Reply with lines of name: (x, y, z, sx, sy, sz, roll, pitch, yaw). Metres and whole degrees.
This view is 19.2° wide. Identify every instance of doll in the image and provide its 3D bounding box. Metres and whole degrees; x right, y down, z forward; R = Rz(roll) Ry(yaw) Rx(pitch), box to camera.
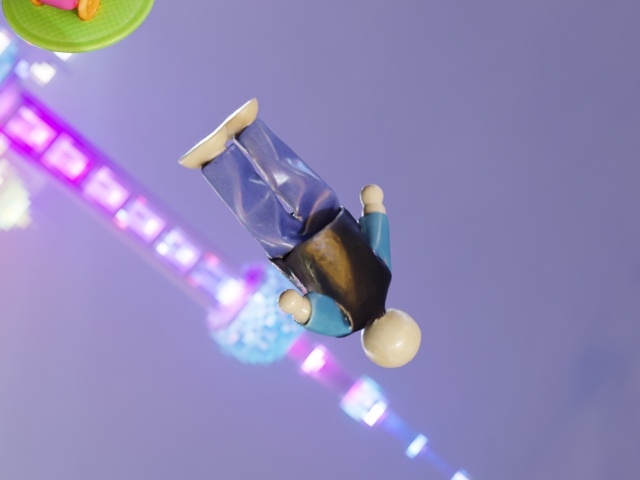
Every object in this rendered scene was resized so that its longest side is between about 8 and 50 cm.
doll: (0.000, 0.000, 1.174, 0.046, 0.189, 0.129, -32, -171, 44)

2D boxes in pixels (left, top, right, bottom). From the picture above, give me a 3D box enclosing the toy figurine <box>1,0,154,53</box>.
toy figurine: (-0.196, -0.266, 1.531, 0.159, 0.130, 0.173, 86, 27, -55)
